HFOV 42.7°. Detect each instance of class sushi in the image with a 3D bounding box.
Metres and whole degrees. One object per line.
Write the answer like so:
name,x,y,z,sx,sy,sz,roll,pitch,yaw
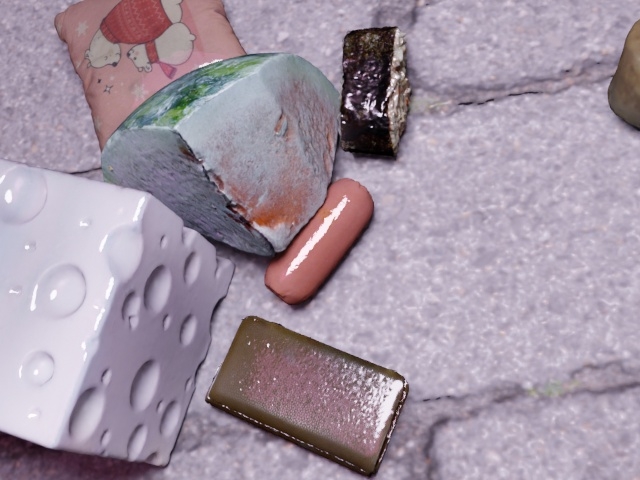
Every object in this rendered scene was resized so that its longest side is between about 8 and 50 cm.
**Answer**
sushi,0.061,-0.168,0.917,0.078,0.090,0.150,2,70,12

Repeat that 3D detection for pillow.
pillow,-0.204,-0.238,1.015,0.223,0.084,0.236,-24,71,6

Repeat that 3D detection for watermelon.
watermelon,-0.078,-0.084,0.889,0.289,0.320,0.214,-27,82,-37

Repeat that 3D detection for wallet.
wallet,-0.015,0.158,0.858,0.198,0.031,0.110,19,77,21

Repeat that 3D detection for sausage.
sausage,0.000,0.000,0.890,0.062,0.062,0.154,35,83,23

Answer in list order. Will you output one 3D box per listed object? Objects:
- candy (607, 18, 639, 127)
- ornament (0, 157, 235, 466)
candy,0.406,-0.139,0.804,0.234,0.104,0.102,22,74,21
ornament,-0.266,0.076,0.843,0.239,0.240,0.240,13,75,17
